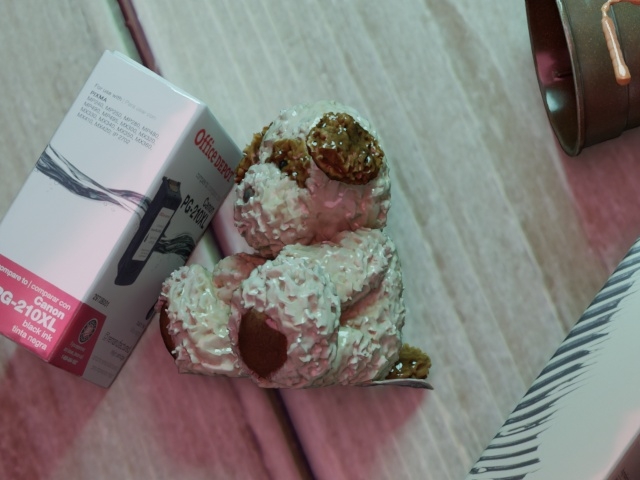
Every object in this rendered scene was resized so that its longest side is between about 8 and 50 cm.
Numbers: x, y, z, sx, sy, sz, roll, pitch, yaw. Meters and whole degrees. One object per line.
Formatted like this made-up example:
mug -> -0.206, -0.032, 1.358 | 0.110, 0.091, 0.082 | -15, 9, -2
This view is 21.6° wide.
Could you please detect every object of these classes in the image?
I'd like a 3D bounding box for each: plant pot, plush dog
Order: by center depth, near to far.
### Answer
plush dog -> 0.000, 0.000, 1.333 | 0.210, 0.262, 0.226 | 3, 88, -24
plant pot -> 0.263, -0.165, 1.341 | 0.165, 0.167, 0.167 | -12, 76, 0

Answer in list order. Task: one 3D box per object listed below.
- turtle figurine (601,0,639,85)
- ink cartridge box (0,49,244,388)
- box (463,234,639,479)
turtle figurine -> 0.345, -0.099, 1.248 | 0.217, 0.087, 0.270 | -31, 80, -8
ink cartridge box -> -0.173, -0.013, 1.367 | 0.100, 0.172, 0.237 | 29, 84, 13
box -> 0.231, 0.116, 1.291 | 0.094, 0.113, 0.275 | 32, 80, 26
